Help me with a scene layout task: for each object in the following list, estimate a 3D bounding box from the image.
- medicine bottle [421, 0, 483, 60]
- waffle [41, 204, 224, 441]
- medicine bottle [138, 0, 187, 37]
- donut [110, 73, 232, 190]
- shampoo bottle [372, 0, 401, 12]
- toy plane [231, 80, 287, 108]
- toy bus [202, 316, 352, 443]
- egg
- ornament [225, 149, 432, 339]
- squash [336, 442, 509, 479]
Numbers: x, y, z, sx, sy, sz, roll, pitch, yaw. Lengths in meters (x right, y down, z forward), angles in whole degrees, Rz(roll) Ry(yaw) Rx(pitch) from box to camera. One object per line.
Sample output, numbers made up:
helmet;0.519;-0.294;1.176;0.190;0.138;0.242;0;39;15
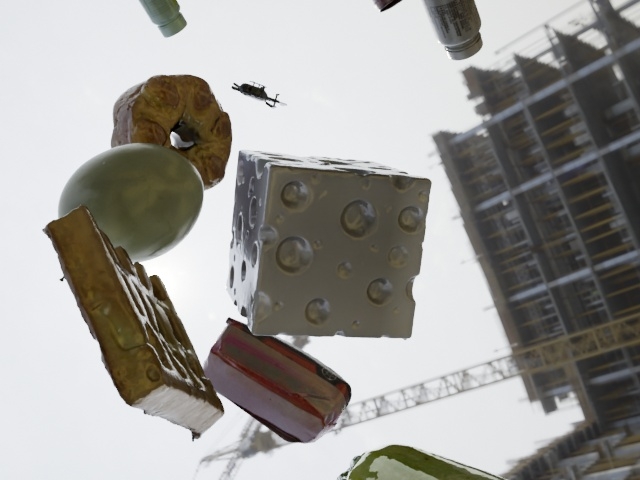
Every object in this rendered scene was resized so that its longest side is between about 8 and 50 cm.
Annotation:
medicine bottle;0.213;-0.364;1.238;0.140;0.079;0.079;57;-148;-40
waffle;-0.266;0.140;1.164;0.304;0.077;0.348;58;176;22
medicine bottle;-0.224;-0.330;1.077;0.083;0.047;0.047;59;-147;-35
donut;-0.341;-0.239;1.789;0.317;0.150;0.299;51;-132;-46
shampoo bottle;0.044;-0.466;1.146;0.102;0.064;0.260;-32;-88;-14
toy plane;-0.123;-0.299;1.588;0.120;0.049;0.031;18;-96;-18
toy bus;-0.092;0.287;1.555;0.302;0.127;0.147;31;-149;3
egg;-0.347;-0.067;1.423;0.219;0.269;0.219;-19;-90;-83
ornament;0.000;0.000;1.166;0.239;0.240;0.240;3;-79;-17
squash;0.079;0.220;0.627;0.137;0.287;0.137;-7;-77;-30
